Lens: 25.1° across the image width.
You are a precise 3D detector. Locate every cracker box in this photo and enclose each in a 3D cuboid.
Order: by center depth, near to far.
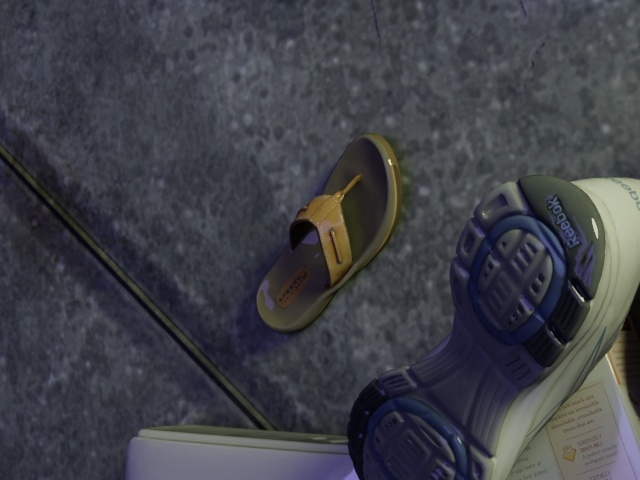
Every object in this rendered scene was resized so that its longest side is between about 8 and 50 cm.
[{"bbox_3d":[0.159,0.170,0.937,0.155,0.067,0.232,-27,73,32],"label":"cracker box"}]

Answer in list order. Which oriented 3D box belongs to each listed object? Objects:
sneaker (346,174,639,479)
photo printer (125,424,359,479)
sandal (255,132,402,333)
[{"bbox_3d":[0.118,0.079,0.868,0.111,0.129,0.297,51,132,24],"label":"sneaker"},{"bbox_3d":[-0.033,0.295,1.056,0.256,0.107,0.308,-1,87,38],"label":"photo printer"},{"bbox_3d":[0.000,0.000,1.080,0.072,0.049,0.180,50,117,28],"label":"sandal"}]
